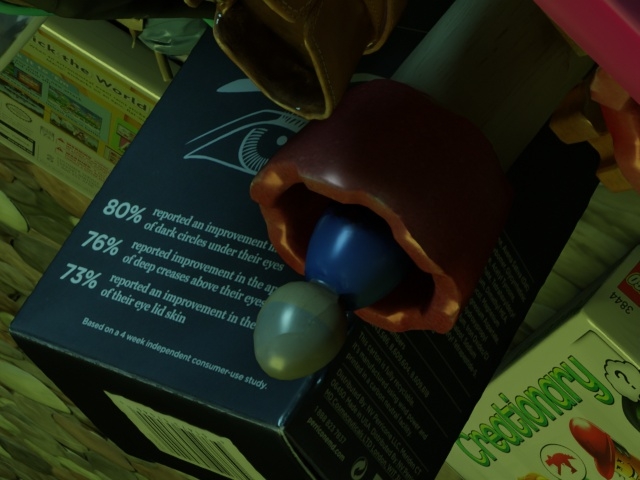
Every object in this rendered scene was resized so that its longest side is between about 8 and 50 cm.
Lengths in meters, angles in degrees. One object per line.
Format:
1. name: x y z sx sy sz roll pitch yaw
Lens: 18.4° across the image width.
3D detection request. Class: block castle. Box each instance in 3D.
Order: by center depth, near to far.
1. block castle: 0.211 0.086 0.634 0.453 0.213 0.303 45 157 -15

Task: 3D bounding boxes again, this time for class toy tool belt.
1. toy tool belt: -0.067 -0.108 0.878 0.052 0.051 0.083 3 158 0

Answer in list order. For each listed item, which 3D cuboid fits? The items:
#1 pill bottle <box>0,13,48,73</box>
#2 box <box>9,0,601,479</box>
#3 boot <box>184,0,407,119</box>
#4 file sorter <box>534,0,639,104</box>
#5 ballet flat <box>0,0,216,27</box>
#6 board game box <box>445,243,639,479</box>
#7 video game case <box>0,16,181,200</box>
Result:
1. pill bottle: -0.209 -0.177 0.818 0.245 0.130 0.130 37 159 -15
2. box: 0.000 0.000 0.813 0.153 0.207 0.108 17 155 38
3. boot: -0.008 -0.144 0.571 0.073 0.152 0.197 9 150 47
4. file sorter: 0.195 -0.079 0.360 0.290 0.202 0.182 40 157 -22
5. ballet flat: -0.041 -0.123 0.695 0.095 0.096 0.280 55 -163 0
6. board game box: 0.173 0.123 1.024 0.193 0.053 0.305 43 160 4
7. video game case: -0.118 -0.066 1.097 0.227 0.026 0.206 32 160 2
